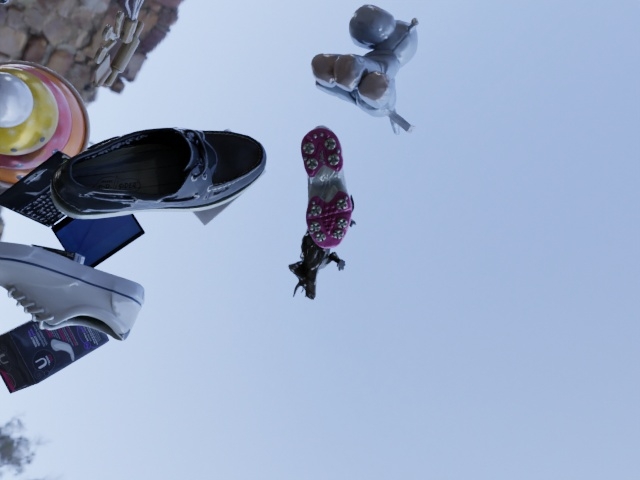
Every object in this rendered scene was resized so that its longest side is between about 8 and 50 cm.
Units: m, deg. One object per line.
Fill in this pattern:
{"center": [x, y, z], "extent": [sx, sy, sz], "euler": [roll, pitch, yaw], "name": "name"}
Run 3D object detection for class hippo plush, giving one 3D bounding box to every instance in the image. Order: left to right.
{"center": [0.146, -0.427, 1.377], "extent": [0.236, 0.294, 0.234], "euler": [-63, -168, 2], "name": "hippo plush"}

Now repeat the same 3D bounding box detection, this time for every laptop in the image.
{"center": [-0.634, -0.061, 1.486], "extent": [0.234, 0.264, 0.136], "euler": [-32, -124, 14], "name": "laptop"}

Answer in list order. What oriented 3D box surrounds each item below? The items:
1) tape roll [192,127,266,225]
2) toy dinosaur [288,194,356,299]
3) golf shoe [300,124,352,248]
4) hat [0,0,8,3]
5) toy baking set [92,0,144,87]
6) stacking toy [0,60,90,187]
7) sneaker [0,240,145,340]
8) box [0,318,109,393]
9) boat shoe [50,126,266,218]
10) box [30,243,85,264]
{"center": [-0.300, -0.181, 1.691], "extent": [0.246, 0.169, 0.246], "euler": [-39, -171, 7], "name": "tape roll"}
{"center": [0.000, 0.000, 1.576], "extent": [0.160, 0.121, 0.313], "euler": [-1, -112, 43], "name": "toy dinosaur"}
{"center": [0.019, -0.134, 1.427], "extent": [0.140, 0.115, 0.306], "euler": [-82, 171, -66], "name": "golf shoe"}
{"center": [-0.660, -0.519, 1.107], "extent": [0.331, 0.134, 0.331], "euler": [-169, -90, -74], "name": "hat"}
{"center": [-0.399, -0.433, 1.209], "extent": [0.256, 0.030, 0.197], "euler": [-66, -167, -14], "name": "toy baking set"}
{"center": [-0.759, -0.307, 1.428], "extent": [0.480, 0.351, 0.350], "euler": [-171, -84, -71], "name": "stacking toy"}
{"center": [-0.375, 0.073, 0.807], "extent": [0.094, 0.258, 0.091], "euler": [-40, -143, 54], "name": "sneaker"}
{"center": [-0.779, 0.292, 1.681], "extent": [0.143, 0.270, 0.165], "euler": [-22, -84, 30], "name": "box"}
{"center": [-0.227, -0.116, 0.887], "extent": [0.113, 0.340, 0.127], "euler": [-36, -114, 62], "name": "boat shoe"}
{"center": [-0.487, 0.047, 1.070], "extent": [0.052, 0.083, 0.062], "euler": [106, -5, -79], "name": "box"}
